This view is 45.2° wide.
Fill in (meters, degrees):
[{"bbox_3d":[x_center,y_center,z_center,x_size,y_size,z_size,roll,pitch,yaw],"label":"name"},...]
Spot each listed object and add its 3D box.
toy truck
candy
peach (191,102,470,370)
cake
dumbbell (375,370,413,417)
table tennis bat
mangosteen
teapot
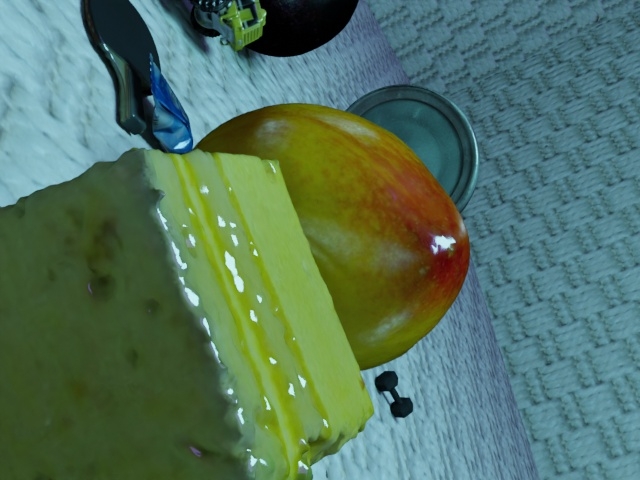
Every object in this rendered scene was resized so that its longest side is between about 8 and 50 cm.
[{"bbox_3d":[-0.164,-0.417,1.117,0.136,0.111,0.285,140,-70,-80],"label":"toy truck"},{"bbox_3d":[-0.171,-0.138,0.888,0.136,0.038,0.088,73,8,-52],"label":"candy"},{"bbox_3d":[0.002,-0.001,0.807,0.289,0.308,0.288,-5,90,-75],"label":"peach"},{"bbox_3d":[-0.107,0.075,0.520,0.227,0.223,0.286,69,17,1],"label":"cake"},{"bbox_3d":[0.124,0.258,1.288,0.083,0.036,0.040,61,18,-20],"label":"dumbbell"},{"bbox_3d":[-0.224,-0.211,0.885,0.130,0.019,0.220,43,27,-52],"label":"table tennis bat"},{"bbox_3d":[-0.067,-0.463,1.277,0.275,0.275,0.302,-88,158,-55],"label":"mangosteen"},{"bbox_3d":[0.109,-0.115,1.298,0.312,0.315,0.233,12,81,-78],"label":"teapot"}]
